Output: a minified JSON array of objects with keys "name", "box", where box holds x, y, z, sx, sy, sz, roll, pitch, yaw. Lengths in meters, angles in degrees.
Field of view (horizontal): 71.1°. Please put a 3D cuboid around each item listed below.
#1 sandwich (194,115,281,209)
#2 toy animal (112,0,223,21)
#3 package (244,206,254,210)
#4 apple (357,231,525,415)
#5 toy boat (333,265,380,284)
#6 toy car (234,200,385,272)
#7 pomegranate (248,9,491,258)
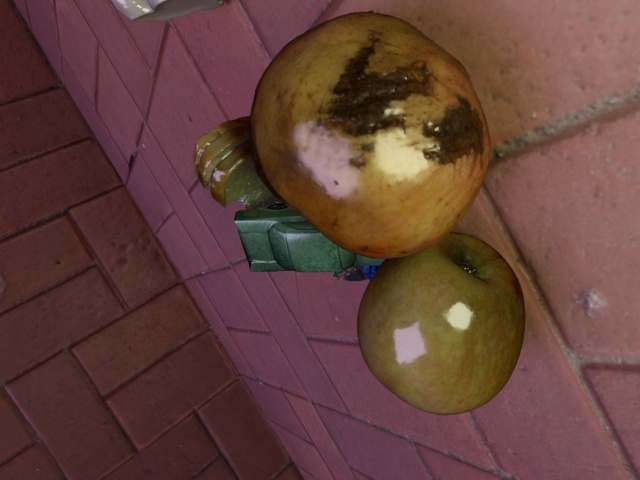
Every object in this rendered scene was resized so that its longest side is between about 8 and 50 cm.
[{"name":"sandwich","box":[-0.127,-0.132,0.925,0.099,0.254,0.288,49,153,21]},{"name":"toy animal","box":[-0.282,-0.564,0.811,0.272,0.206,0.264,-2,109,42]},{"name":"package","box":[-0.178,-0.049,1.326,0.121,0.031,0.107,33,144,30]},{"name":"apple","box":[0.188,0.118,0.682,0.257,0.257,0.233,44,132,24]},{"name":"toy boat","box":[0.072,0.052,0.944,0.175,0.110,0.091,38,146,35]},{"name":"toy car","box":[0.000,0.000,0.858,0.321,0.097,0.141,-3,124,12]},{"name":"pomegranate","box":[0.061,-0.131,0.594,0.322,0.322,0.322,39,147,32]}]
